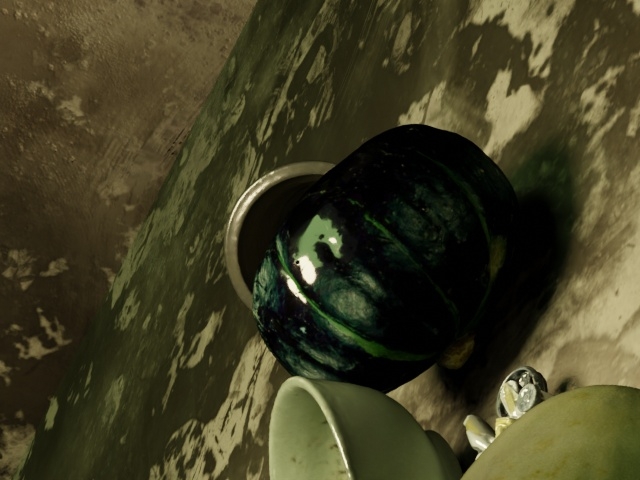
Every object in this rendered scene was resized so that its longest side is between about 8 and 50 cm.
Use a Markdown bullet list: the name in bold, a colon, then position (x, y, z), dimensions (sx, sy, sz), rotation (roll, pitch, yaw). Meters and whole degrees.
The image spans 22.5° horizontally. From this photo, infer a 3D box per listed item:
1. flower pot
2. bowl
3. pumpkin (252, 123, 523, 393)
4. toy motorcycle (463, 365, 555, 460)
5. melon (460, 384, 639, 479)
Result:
- **flower pot**: position (0.000, 0.000, 2.110), dimensions (0.235, 0.235, 0.148), rotation (-64, -1, 13)
- **bowl**: position (0.060, 0.269, 1.615), dimensions (0.289, 0.146, 0.289), rotation (171, 90, -72)
- **pumpkin**: position (0.080, 0.037, 1.717), dimensions (0.315, 0.238, 0.315), rotation (-43, -12, -12)
- **toy motorcycle**: position (0.190, 0.217, 1.485), dimensions (0.151, 0.074, 0.228), rotation (-57, 30, 17)
- **melon**: position (0.193, 0.255, 1.143), dimensions (0.272, 0.272, 0.308), rotation (-164, 92, -72)
